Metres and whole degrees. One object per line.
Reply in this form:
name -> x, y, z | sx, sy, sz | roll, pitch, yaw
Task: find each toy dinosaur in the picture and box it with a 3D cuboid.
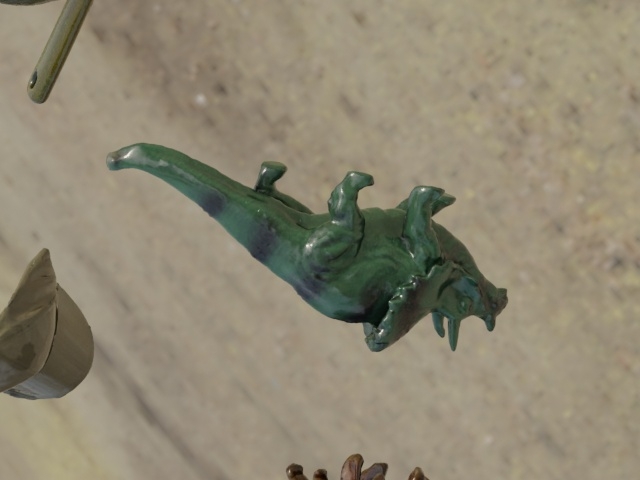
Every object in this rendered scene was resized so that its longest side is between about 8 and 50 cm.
toy dinosaur -> 0.010, -0.015, 1.243 | 0.292, 0.120, 0.079 | 35, -179, -22

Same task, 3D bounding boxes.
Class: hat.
hat -> -0.244, 0.098, 1.586 | 0.085, 0.147, 0.175 | 51, -176, 36

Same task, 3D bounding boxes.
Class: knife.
knife -> -0.190, -0.253, 1.584 | 0.343, 0.027, 0.061 | -57, 39, 37

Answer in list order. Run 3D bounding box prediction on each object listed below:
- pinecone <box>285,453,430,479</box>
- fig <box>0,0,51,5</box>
pinecone -> 0.039, 0.296, 1.520 | 0.264, 0.264, 0.264 | 44, 159, 22
fig -> -0.136, -0.197, 0.940 | 0.123, 0.123, 0.156 | 52, 136, -1
